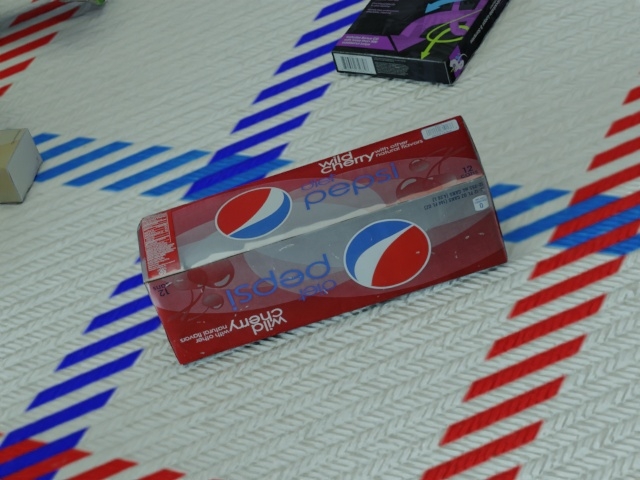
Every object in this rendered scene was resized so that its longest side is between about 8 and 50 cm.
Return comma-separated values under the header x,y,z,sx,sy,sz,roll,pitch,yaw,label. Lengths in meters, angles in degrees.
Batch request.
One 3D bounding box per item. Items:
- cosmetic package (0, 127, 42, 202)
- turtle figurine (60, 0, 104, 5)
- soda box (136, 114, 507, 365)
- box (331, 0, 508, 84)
x,y,z,sx,sy,sz,roll,pitch,yaw,label
-0.312,-0.064,1.607,0.115,0.041,0.060,-4,41,18,cosmetic package
-0.353,-0.309,1.793,0.266,0.198,0.275,-1,46,16,turtle figurine
0.000,0.000,1.361,0.263,0.092,0.083,-17,39,2,soda box
0.097,-0.202,1.611,0.116,0.029,0.162,9,45,30,box
